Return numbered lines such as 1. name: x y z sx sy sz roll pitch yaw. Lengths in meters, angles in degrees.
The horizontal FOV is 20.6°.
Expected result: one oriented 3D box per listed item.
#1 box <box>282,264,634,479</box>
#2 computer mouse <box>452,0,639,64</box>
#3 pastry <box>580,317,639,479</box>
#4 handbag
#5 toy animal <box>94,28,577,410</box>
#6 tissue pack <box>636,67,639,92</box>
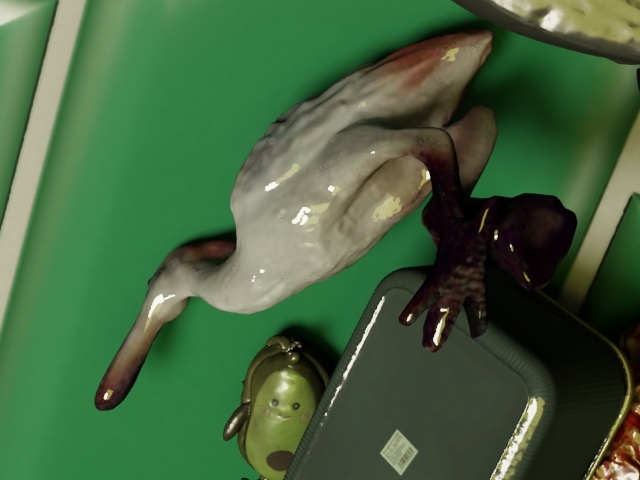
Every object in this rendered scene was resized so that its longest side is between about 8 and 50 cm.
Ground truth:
1. box: 0.070 0.120 1.010 0.144 0.090 0.201 38 113 30
2. computer mouse: 0.105 -0.150 0.892 0.270 0.137 0.086 31 112 -6
3. pastry: 0.212 0.102 1.028 0.115 0.097 0.208 39 114 -22
4. handbag: -0.022 0.105 1.086 0.072 0.047 0.111 7 119 4
5. toy animal: -0.004 -0.016 0.985 0.324 0.195 0.090 -13 140 42
6. tissue pack: 0.251 -0.071 0.973 0.138 0.028 0.085 -11 114 17
